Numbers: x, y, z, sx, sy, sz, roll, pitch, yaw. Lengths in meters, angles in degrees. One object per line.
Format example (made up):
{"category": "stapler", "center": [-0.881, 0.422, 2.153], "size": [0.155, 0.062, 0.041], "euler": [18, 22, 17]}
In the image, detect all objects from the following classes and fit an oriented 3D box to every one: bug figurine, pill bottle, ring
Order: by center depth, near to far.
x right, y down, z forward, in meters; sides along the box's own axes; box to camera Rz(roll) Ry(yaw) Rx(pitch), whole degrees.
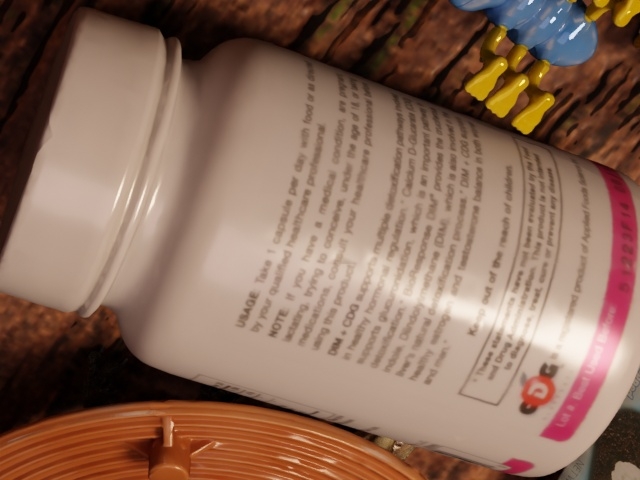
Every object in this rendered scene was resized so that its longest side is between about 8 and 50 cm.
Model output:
{"category": "bug figurine", "center": [0.192, -0.149, 0.641], "size": [0.216, 0.072, 0.279], "euler": [37, 108, -30]}
{"category": "pill bottle", "center": [0.000, 0.000, 0.664], "size": [0.283, 0.160, 0.160], "euler": [18, 118, -15]}
{"category": "ring", "center": [-0.076, 0.211, 0.820], "size": [0.336, 0.032, 0.336], "euler": [-1, 134, -1]}

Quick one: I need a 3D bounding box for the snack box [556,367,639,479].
{"category": "snack box", "center": [0.230, 0.156, 0.769], "size": [0.060, 0.187, 0.322], "euler": [-12, 135, -51]}

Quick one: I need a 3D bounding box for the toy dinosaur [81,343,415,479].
{"category": "toy dinosaur", "center": [-0.077, 0.117, 0.790], "size": [0.268, 0.064, 0.118], "euler": [-7, 128, 4]}
